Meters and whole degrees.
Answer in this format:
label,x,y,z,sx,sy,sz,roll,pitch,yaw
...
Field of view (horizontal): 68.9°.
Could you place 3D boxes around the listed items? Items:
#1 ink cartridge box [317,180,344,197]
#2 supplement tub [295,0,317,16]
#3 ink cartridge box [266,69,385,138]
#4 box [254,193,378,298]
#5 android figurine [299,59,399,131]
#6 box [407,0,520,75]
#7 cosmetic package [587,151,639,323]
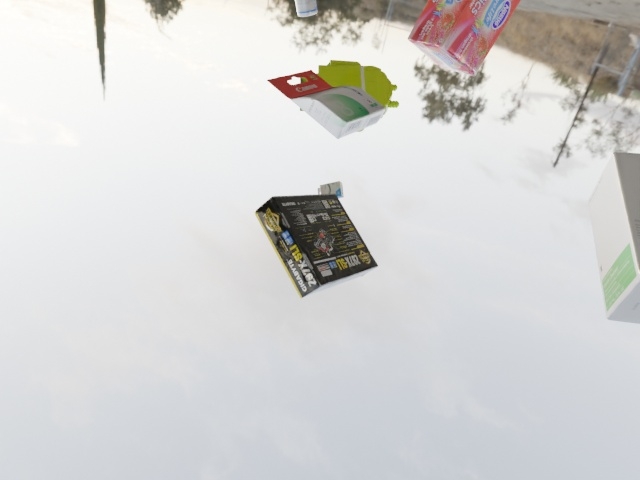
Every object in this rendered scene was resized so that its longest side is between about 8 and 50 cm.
label,x,y,z,sx,sy,sz,roll,pitch,yaw
ink cartridge box,0.027,-0.151,1.444,0.083,0.048,0.028,-10,170,19
supplement tub,-0.051,-0.808,1.550,0.071,0.107,0.071,-7,-143,5
ink cartridge box,0.017,-0.337,1.077,0.225,0.056,0.181,44,-138,11
box,0.000,0.000,1.262,0.322,0.079,0.257,-12,-109,-57
android figurine,0.079,-0.401,1.273,0.273,0.056,0.248,-1,-118,-4
box,0.379,-0.589,1.161,0.154,0.299,0.142,21,-165,-39
cosmetic package,0.752,-0.010,1.082,0.155,0.196,0.365,4,-126,12
